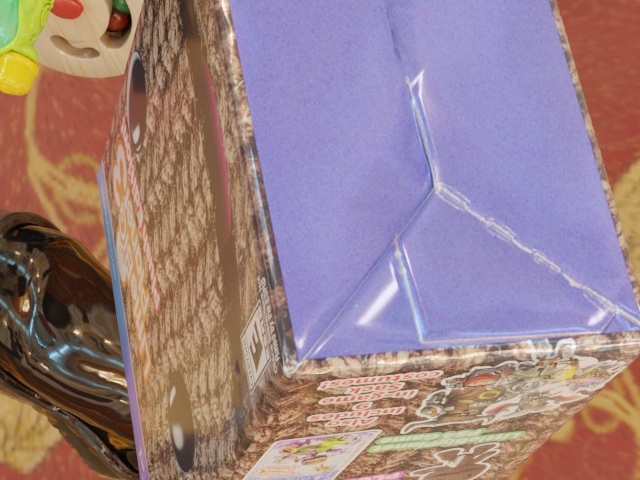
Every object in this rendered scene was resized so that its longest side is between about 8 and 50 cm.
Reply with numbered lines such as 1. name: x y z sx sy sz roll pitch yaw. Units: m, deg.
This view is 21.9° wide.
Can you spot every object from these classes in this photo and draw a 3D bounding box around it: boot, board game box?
1. boot: -0.106 0.097 1.295 0.260 0.348 0.131 5 62 29
2. board game box: 0.000 0.000 0.740 0.141 0.291 0.232 -4 65 -17

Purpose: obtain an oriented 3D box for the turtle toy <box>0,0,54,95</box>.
1. turtle toy: -0.196 -0.133 0.939 0.066 0.130 0.095 27 74 -34

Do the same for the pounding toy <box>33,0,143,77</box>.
1. pounding toy: -0.178 -0.238 1.357 0.154 0.269 0.155 -4 58 27
